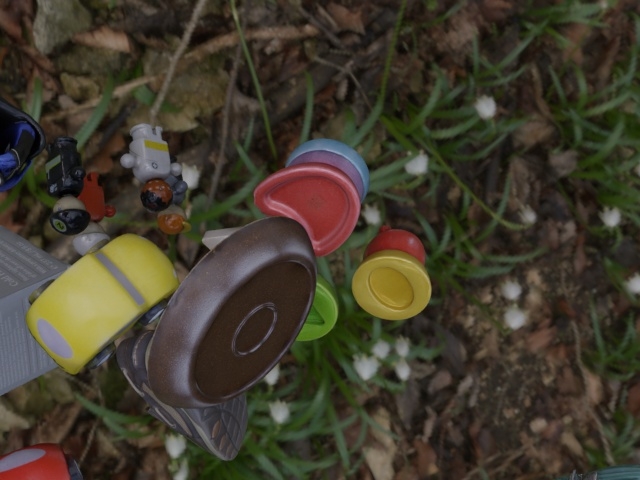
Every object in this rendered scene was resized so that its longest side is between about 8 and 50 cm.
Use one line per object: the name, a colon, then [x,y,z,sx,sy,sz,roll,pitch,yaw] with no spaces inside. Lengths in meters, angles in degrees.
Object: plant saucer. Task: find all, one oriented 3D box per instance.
plant saucer: [-0.104,0.112,1.320,0.311,0.050,0.310,-38,148,-29]

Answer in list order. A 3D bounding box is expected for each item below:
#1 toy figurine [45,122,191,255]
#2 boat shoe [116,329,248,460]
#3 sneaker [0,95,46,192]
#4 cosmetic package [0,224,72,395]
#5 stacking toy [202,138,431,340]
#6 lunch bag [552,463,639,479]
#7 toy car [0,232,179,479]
toy figurine: [-0.312,-0.071,1.493,0.210,0.148,0.213,-10,163,-4]
boat shoe: [-0.236,0.263,1.678,0.130,0.132,0.355,5,140,28]
sneaker: [-0.405,-0.065,1.081,0.182,0.127,0.315,10,124,16]
cosmetic package: [-0.330,0.081,0.771,0.238,0.127,0.107,-26,131,-45]
stacking toy: [0.000,0.000,1.491,0.280,0.130,0.309,-25,116,26]
lunch bag: [0.311,0.305,0.830,0.279,0.224,0.108,38,67,-1]
toy car: [-0.213,0.082,0.564,0.225,0.239,0.053,16,162,-9]
